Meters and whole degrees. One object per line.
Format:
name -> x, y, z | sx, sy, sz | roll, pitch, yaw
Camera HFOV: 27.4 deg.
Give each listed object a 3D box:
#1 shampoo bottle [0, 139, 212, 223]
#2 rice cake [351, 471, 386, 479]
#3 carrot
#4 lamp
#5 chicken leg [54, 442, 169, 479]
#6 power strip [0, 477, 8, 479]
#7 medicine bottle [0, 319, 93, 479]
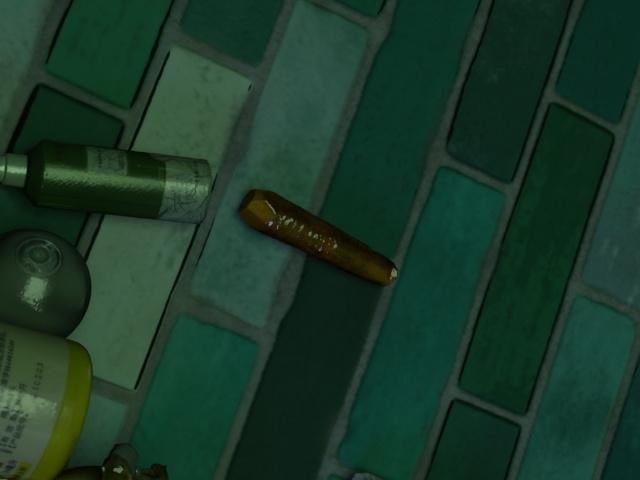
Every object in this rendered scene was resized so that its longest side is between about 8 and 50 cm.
shampoo bottle -> -0.203, -0.056, 1.176 | 0.204, 0.065, 0.065 | 6, 85, -22
rice cake -> 0.139, 0.321, 1.304 | 0.290, 0.051, 0.081 | 31, 110, -17
carrot -> 0.000, 0.000, 1.267 | 0.170, 0.042, 0.042 | 28, 77, -22
lamp -> -0.248, 0.041, 1.126 | 0.105, 0.105, 0.105 | 1, 86, -22
chicken leg -> -0.117, 0.368, 1.146 | 0.429, 0.152, 0.201 | 50, 63, -20
power strip -> -0.341, 0.279, 1.096 | 0.305, 0.064, 0.044 | -44, 97, -18
medicine bottle -> -0.298, 0.112, 1.030 | 0.212, 0.122, 0.122 | 19, 80, -23
